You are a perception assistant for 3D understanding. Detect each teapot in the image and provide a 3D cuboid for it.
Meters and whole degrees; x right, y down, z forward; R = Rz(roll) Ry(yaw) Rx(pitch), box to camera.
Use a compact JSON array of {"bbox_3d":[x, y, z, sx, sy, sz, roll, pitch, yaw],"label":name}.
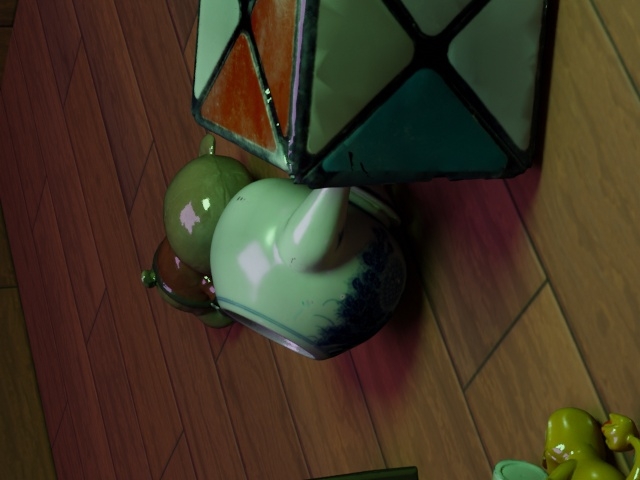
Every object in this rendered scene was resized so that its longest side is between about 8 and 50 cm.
[{"bbox_3d":[0.000,0.000,1.912,0.280,0.252,0.424,-62,-5,-10],"label":"teapot"}]

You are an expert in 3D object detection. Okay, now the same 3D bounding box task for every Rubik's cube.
[{"bbox_3d":[0.057,-0.237,1.640,0.305,0.310,0.306,28,118,60],"label":"Rubik's cube"}]

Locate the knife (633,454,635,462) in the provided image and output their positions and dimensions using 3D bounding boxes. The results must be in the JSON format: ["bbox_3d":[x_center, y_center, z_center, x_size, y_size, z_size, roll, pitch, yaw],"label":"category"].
[{"bbox_3d":[0.324,0.246,1.458,0.014,0.005,0.091,108,149,-43],"label":"knife"}]

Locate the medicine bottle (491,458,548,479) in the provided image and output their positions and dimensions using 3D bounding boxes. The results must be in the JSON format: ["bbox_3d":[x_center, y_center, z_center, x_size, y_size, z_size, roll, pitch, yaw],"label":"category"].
[{"bbox_3d":[0.206,0.354,1.669,0.074,0.074,0.218,-136,49,-57],"label":"medicine bottle"}]

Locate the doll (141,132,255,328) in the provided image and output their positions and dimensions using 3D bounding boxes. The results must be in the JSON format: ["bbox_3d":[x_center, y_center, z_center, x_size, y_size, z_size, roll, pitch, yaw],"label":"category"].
[{"bbox_3d":[-0.189,-0.002,2.398,0.330,0.174,0.235,111,153,-47],"label":"doll"}]

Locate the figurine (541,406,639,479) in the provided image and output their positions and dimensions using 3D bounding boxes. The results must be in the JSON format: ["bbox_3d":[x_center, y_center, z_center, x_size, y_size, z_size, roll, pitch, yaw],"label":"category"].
[{"bbox_3d":[0.271,0.218,1.479,0.122,0.121,0.176,-61,23,22],"label":"figurine"}]

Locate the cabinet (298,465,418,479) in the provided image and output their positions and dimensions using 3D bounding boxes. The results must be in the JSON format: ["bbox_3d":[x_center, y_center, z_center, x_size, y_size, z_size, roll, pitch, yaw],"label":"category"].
[{"bbox_3d":[0.008,0.392,1.943,0.148,0.215,0.174,154,110,-65],"label":"cabinet"}]
